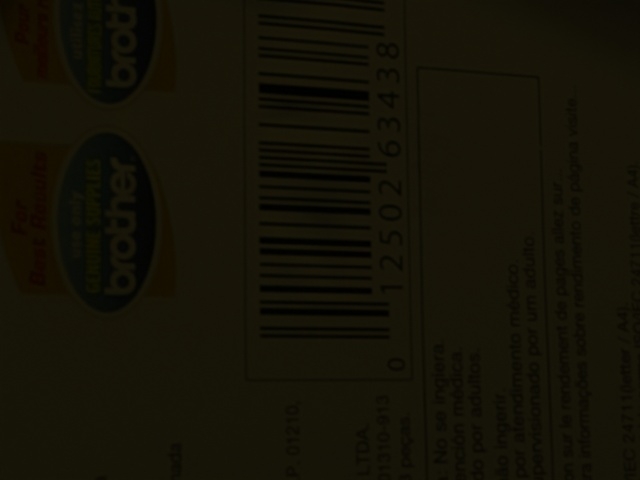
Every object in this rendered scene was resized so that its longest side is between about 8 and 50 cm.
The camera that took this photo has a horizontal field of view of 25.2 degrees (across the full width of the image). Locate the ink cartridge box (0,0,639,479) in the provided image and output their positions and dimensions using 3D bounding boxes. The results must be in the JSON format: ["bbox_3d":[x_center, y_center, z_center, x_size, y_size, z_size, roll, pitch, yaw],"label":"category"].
[{"bbox_3d":[-0.023,0.057,0.381,0.395,0.270,0.151,2,171,-22],"label":"ink cartridge box"}]
